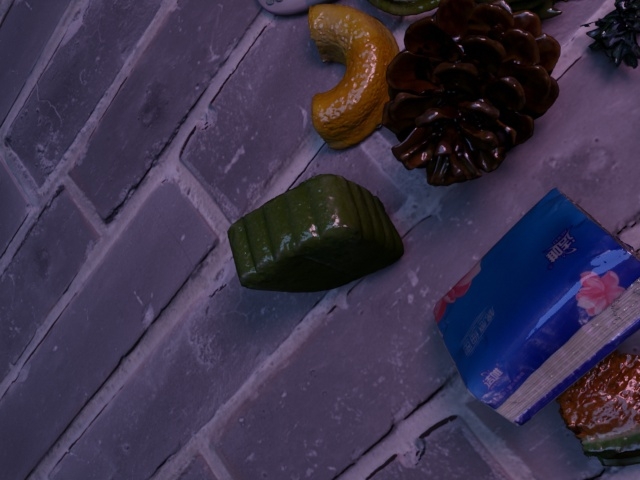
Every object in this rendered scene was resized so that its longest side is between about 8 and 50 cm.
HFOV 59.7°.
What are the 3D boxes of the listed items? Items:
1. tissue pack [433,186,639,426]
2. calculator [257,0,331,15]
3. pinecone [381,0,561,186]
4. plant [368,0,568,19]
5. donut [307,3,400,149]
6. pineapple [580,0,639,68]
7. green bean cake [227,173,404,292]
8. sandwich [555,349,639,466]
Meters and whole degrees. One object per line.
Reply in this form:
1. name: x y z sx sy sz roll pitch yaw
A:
1. tissue pack: 0.295 0.083 0.762 0.270 0.137 0.209 -49 24 21
2. calculator: -0.003 -0.526 1.027 0.298 0.041 0.186 -16 82 29
3. pinecone: 0.199 -0.206 0.793 0.243 0.309 0.244 20 138 19
4. plant: 0.242 -0.411 0.874 0.333 0.180 0.251 -24 85 54
5. donut: 0.061 -0.301 0.966 0.152 0.101 0.259 -6 82 23
6. pineapple: 0.469 -0.330 0.745 0.221 0.083 0.103 -42 70 24
7. green bean cake: 0.000 0.000 0.910 0.222 0.248 0.125 -28 65 25
8. sandwich: 0.423 0.213 0.758 0.184 0.109 0.160 -31 62 23
